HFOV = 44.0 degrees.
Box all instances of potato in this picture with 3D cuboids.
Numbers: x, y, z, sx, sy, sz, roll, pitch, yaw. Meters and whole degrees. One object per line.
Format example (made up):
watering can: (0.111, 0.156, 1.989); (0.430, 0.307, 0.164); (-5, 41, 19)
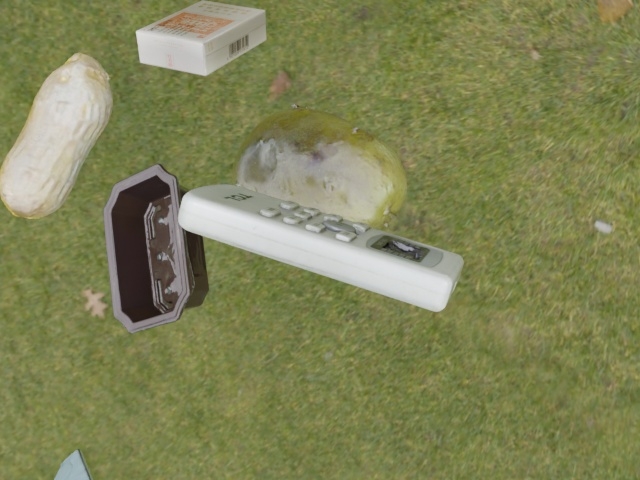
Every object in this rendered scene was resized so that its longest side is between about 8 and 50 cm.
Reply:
potato: (0.002, -0.130, 1.537); (0.359, 0.219, 0.269); (3, 84, 35)

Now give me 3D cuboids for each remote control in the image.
remote control: (0.000, 0.000, 0.534); (0.190, 0.087, 0.029); (17, 103, 13)

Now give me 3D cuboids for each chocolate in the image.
chocolate: (-0.462, -0.180, 1.398); (0.134, 0.134, 0.309); (24, 89, 17)

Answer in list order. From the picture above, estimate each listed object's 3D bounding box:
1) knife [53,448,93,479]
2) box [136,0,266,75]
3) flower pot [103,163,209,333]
knife: (-0.182, 0.213, 0.590); (0.044, 0.080, 0.331); (44, 159, -16)
box: (-0.199, -0.351, 1.357); (0.141, 0.201, 0.058); (16, 127, 23)
flower pot: (-0.252, 0.016, 1.264); (0.179, 0.084, 0.250); (-18, 75, 34)
